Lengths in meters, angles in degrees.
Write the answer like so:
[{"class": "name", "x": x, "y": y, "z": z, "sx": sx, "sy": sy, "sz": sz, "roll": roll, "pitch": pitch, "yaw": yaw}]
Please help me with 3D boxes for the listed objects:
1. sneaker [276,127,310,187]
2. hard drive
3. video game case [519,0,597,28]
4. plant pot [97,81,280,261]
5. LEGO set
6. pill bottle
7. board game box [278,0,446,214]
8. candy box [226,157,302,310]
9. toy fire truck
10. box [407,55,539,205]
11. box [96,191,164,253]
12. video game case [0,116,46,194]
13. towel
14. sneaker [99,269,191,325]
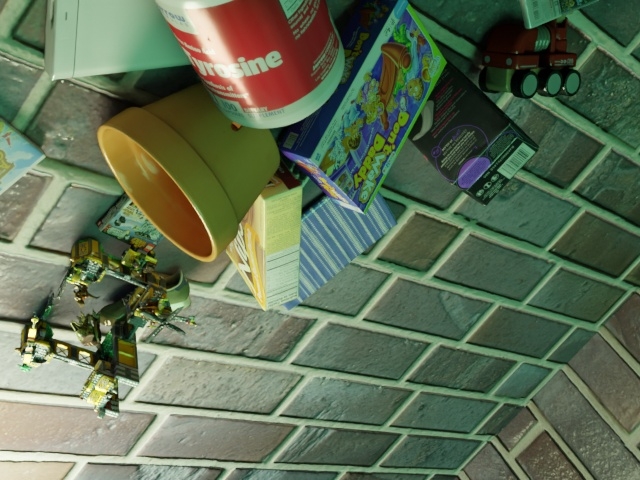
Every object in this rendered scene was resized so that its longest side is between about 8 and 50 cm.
[{"class": "sneaker", "x": -0.003, "y": -0.192, "z": 1.978, "sx": 0.110, "sy": 0.107, "sz": 0.275, "roll": 1, "pitch": 131, "yaw": -52}, {"class": "hard drive", "x": -0.252, "y": -0.377, "z": 1.604, "sx": 0.353, "sy": 0.047, "sz": 0.233, "roll": -13, "pitch": 138, "yaw": -30}, {"class": "video game case", "x": 0.451, "y": -0.529, "z": 1.971, "sx": 0.173, "sy": 0.022, "sz": 0.190, "roll": -24, "pitch": 113, "yaw": -16}, {"class": "plant pot", "x": -0.208, "y": -0.139, "z": 1.737, "sx": 0.203, "sy": 0.291, "sz": 0.291, "roll": -43, "pitch": 148, "yaw": -20}, {"class": "LEGO set", "x": -0.418, "y": 0.179, "z": 1.909, "sx": 0.255, "sy": 0.192, "sz": 0.331, "roll": 32, "pitch": 111, "yaw": -30}, {"class": "pill bottle", "x": -0.122, "y": -0.369, "z": 1.486, "sx": 0.229, "sy": 0.229, "sz": 0.408, "roll": -34, "pitch": 143, "yaw": -4}, {"class": "board game box", "x": 0.086, "y": -0.254, "z": 1.880, "sx": 0.347, "sy": 0.078, "sz": 0.233, "roll": -62, "pitch": 145, "yaw": -9}, {"class": "candy box", "x": -0.115, "y": -0.036, "z": 1.982, "sx": 0.087, "sy": 0.183, "sz": 0.316, "roll": -21, "pitch": 141, "yaw": -20}, {"class": "toy fire truck", "x": 0.455, "y": -0.420, "z": 2.089, "sx": 0.217, "sy": 0.158, "sz": 0.246, "roll": -9, "pitch": 108, "yaw": -38}, {"class": "box", "x": 0.272, "y": -0.226, "z": 2.018, "sx": 0.165, "sy": 0.270, "sz": 0.143, "roll": -47, "pitch": 143, "yaw": 14}, {"class": "box", "x": -0.344, "y": -0.035, "z": 1.926, "sx": 0.094, "sy": 0.027, "sz": 0.137, "roll": -46, "pitch": 143, "yaw": 10}, {"class": "video game case", "x": -0.581, "y": -0.120, "z": 1.634, "sx": 0.212, "sy": 0.023, "sz": 0.193, "roll": -39, "pitch": 145, "yaw": 3}, {"class": "towel", "x": 0.000, "y": 0.000, "z": 2.256, "sx": 0.336, "sy": 0.040, "sz": 0.243, "roll": -39, "pitch": 143, "yaw": 0}, {"class": "sneaker", "x": -0.355, "y": 0.108, "z": 2.056, "sx": 0.192, "sy": 0.064, "sz": 0.086, "roll": -13, "pitch": 123, "yaw": -23}]
